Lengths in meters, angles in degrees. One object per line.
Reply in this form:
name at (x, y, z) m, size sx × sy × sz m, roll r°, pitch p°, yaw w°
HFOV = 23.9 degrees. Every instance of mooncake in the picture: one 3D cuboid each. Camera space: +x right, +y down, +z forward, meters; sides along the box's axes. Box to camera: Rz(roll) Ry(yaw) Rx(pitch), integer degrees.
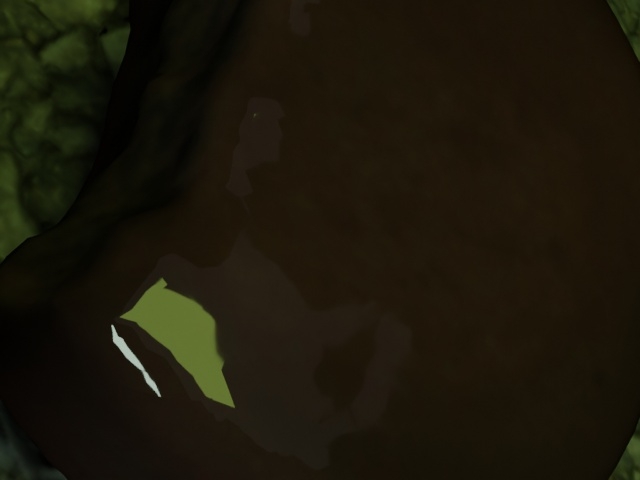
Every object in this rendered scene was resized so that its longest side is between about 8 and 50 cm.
mooncake at (0.000, 0.000, 0.666) m, size 0.333 × 0.174 × 0.326 m, roll -5°, pitch 80°, yaw -33°
